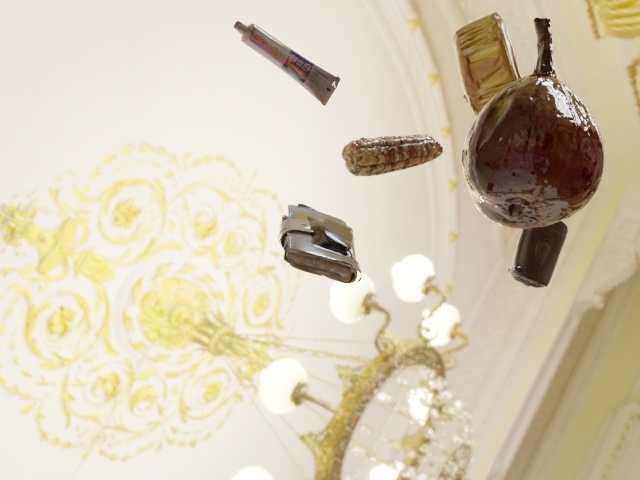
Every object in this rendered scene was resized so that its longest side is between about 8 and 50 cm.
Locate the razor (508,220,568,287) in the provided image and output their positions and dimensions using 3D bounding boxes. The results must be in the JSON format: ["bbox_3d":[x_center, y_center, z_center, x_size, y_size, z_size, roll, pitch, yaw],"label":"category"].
[{"bbox_3d":[0.436,0.020,1.599,0.054,0.090,0.148,117,174,-81],"label":"razor"}]

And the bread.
[{"bbox_3d":[0.301,-0.299,1.429,0.191,0.114,0.132,69,-162,0],"label":"bread"}]

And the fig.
[{"bbox_3d":[0.265,-0.163,1.072,0.190,0.190,0.290,9,-116,-53],"label":"fig"}]

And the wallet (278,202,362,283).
[{"bbox_3d":[0.000,0.000,1.588,0.231,0.170,0.069,-93,25,-68],"label":"wallet"}]

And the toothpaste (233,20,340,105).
[{"bbox_3d":[-0.044,-0.239,1.054,0.170,0.028,0.045,29,-90,-32],"label":"toothpaste"}]

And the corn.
[{"bbox_3d":[0.146,-0.174,1.577,0.237,0.079,0.080,-15,-60,-35],"label":"corn"}]
